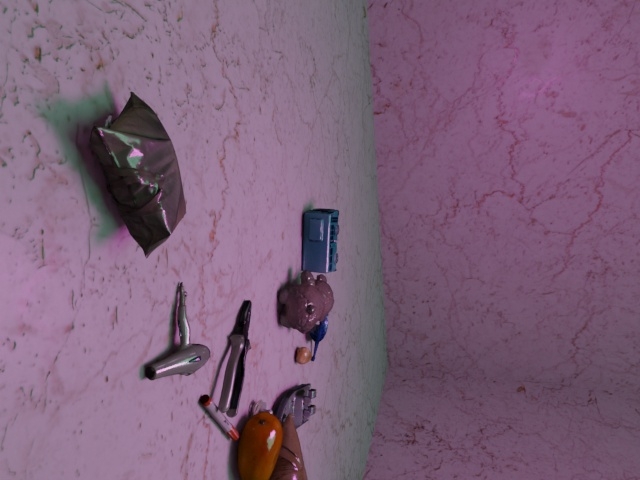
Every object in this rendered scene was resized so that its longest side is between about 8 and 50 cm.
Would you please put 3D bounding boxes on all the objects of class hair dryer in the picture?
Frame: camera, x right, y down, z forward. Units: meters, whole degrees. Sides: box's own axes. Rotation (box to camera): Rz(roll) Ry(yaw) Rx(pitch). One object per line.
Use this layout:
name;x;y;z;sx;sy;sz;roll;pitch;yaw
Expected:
hair dryer;-0.320;0.209;0.998;0.167;0.067;0.199;-34;114;-62

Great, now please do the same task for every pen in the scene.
pen;-0.265;0.475;1.227;0.239;0.028;0.028;74;25;-44

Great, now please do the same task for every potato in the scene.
potato;-0.064;0.453;1.819;0.083;0.062;0.068;26;96;-47

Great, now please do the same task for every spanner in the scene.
spanner;-0.228;0.318;1.287;0.096;0.040;0.325;72;20;-57

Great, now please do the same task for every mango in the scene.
mango;-0.181;0.622;1.361;0.151;0.120;0.221;37;65;-71

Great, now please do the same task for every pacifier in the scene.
pacifier;-0.181;0.539;1.444;0.083;0.064;0.068;65;41;-54

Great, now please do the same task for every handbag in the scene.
handbag;-0.321;-0.109;0.832;0.183;0.116;0.271;-87;169;-55

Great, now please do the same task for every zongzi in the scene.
zongzi;-0.085;0.911;1.534;0.467;0.218;0.500;-69;154;-46

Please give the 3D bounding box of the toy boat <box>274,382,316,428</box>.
toy boat;-0.091;0.619;1.697;0.319;0.092;0.141;23;69;-71

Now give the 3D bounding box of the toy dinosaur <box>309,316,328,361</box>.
toy dinosaur;-0.011;0.373;1.932;0.329;0.076;0.145;104;-7;-49

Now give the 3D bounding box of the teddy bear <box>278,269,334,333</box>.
teddy bear;-0.046;0.226;1.697;0.267;0.151;0.236;-28;121;-69

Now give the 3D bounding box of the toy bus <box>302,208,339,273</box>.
toy bus;0.000;0.000;1.863;0.147;0.128;0.256;-13;106;-71
